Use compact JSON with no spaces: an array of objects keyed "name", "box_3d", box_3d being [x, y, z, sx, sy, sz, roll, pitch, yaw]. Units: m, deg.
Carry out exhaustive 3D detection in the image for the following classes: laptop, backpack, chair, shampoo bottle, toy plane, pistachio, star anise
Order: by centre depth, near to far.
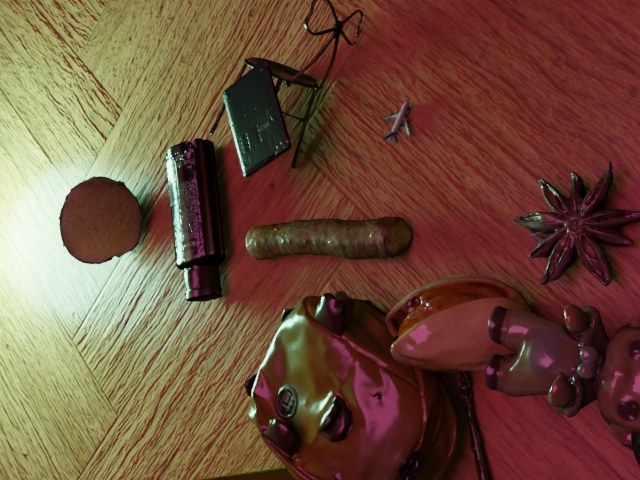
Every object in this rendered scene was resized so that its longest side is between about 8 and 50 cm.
[{"name":"star anise","box_3d":[0.388,-0.019,1.326,0.182,0.065,0.195,-30,62,28]},{"name":"pistachio","box_3d":[0.213,0.131,1.357,0.229,0.157,0.157,-5,77,-4]},{"name":"backpack","box_3d":[0.048,0.269,1.476,0.378,0.201,0.354,31,105,38]},{"name":"toy plane","box_3d":[0.137,-0.209,1.582,0.078,0.024,0.084,37,101,37]},{"name":"laptop","box_3d":[-0.117,-0.219,1.614,0.129,0.016,0.180,-29,68,37]},{"name":"chair","box_3d":[-0.065,-0.308,1.683,0.170,0.159,0.326,34,109,36]},{"name":"shampoo bottle","box_3d":[-0.253,-0.039,1.844,0.129,0.084,0.323,-20,73,38]}]

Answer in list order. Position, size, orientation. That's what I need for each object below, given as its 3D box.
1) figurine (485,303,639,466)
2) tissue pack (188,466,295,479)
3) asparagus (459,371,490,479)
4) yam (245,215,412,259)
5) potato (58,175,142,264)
[{"name":"figurine","box_3d":[0.405,0.182,1.171,0.380,0.203,0.248,10,81,26]},{"name":"tissue pack","box_3d":[-0.159,0.539,1.492,0.228,0.381,0.293,-31,66,36]},{"name":"asparagus","box_3d":[0.248,0.323,1.415,0.025,0.024,0.249,-19,71,29]},{"name":"yam","box_3d":[0.000,0.000,1.634,0.356,0.081,0.081,-4,81,40]},{"name":"potato","box_3d":[-0.488,-0.058,2.015,0.117,0.182,0.202,-104,22,-66]}]
